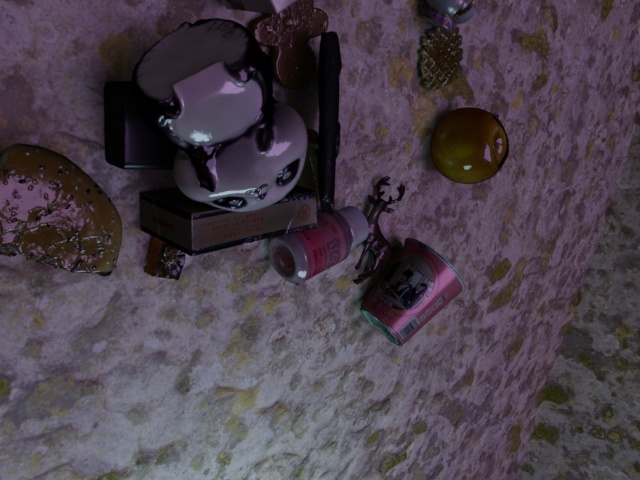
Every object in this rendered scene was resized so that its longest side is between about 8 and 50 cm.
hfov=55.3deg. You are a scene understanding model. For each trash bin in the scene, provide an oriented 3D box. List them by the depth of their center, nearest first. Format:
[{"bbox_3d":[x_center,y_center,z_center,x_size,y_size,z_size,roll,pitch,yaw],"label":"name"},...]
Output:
[{"bbox_3d":[-0.280,-0.217,1.148,0.225,0.115,0.165,-9,112,-39],"label":"trash bin"}]

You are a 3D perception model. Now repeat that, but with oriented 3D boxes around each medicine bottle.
[{"bbox_3d":[0.000,0.000,1.490,0.247,0.147,0.147,-27,123,-36],"label":"medicine bottle"}]

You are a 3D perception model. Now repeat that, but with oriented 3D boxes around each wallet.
[{"bbox_3d":[0.018,-0.243,1.337,0.197,0.051,0.378,72,20,-82],"label":"wallet"}]

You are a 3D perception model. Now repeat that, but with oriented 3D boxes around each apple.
[{"bbox_3d":[0.441,-0.272,1.778,0.237,0.207,0.237,-21,121,-41],"label":"apple"}]

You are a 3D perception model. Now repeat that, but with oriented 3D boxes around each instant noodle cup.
[{"bbox_3d":[0.253,0.159,1.770,0.255,0.244,0.244,-46,134,-10],"label":"instant noodle cup"}]

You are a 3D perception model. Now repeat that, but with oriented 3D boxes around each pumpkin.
[{"bbox_3d":[-0.314,0.037,1.251,0.074,0.054,0.083,11,93,-51],"label":"pumpkin"}]

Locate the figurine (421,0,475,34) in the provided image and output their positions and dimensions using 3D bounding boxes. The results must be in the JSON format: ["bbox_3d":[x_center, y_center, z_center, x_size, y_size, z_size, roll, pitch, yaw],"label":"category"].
[{"bbox_3d":[0.370,-0.670,1.563,0.142,0.189,0.263,18,111,-36],"label":"figurine"}]

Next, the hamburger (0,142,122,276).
[{"bbox_3d":[-0.450,-0.050,0.993,0.288,0.167,0.192,23,91,-47],"label":"hamburger"}]

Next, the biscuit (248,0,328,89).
[{"bbox_3d":[-0.070,-0.474,1.298,0.196,0.049,0.302,-21,119,-28],"label":"biscuit"}]

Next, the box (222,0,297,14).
[{"bbox_3d":[-0.142,-0.577,1.029,0.143,0.225,0.341,-39,127,-15],"label":"box"}]

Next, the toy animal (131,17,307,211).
[{"bbox_3d":[-0.153,-0.192,1.041,0.251,0.251,0.310,-46,141,-22],"label":"toy animal"}]

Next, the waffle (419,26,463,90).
[{"bbox_3d":[0.339,-0.512,1.705,0.183,0.036,0.169,-30,123,-35],"label":"waffle"}]

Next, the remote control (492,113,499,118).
[{"bbox_3d":[0.561,-0.339,2.008,0.043,0.027,0.153,-8,110,-37],"label":"remote control"}]

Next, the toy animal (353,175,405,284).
[{"bbox_3d":[0.149,-0.025,1.694,0.260,0.087,0.243,-52,148,-20],"label":"toy animal"}]

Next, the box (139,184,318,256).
[{"bbox_3d":[-0.183,-0.061,1.239,0.310,0.198,0.084,-14,114,-41],"label":"box"}]

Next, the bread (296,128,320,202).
[{"bbox_3d":[-0.059,-0.159,1.411,0.134,0.081,0.225,-29,123,-41],"label":"bread"}]
